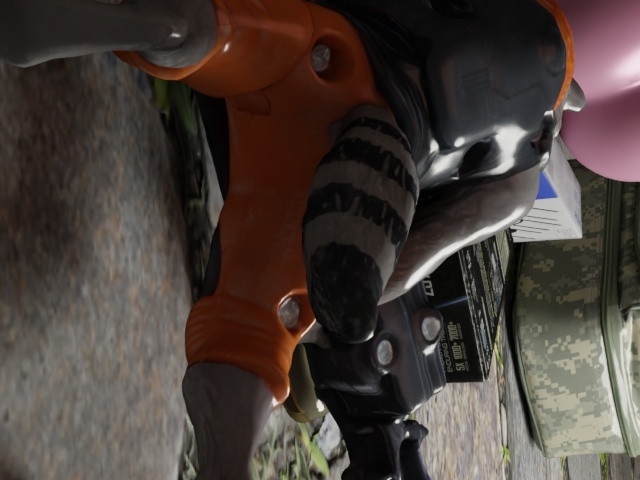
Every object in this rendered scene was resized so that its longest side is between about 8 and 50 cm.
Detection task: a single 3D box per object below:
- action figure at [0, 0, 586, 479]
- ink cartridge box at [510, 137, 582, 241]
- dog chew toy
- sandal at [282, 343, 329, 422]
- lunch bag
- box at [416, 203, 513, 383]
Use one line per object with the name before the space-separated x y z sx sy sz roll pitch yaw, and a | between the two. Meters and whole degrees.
action figure | 0.027 -0.004 0.599 0.330 0.178 0.341 -40 117 -51
ink cartridge box | 0.123 -0.044 1.058 0.207 0.097 0.046 39 49 -66
dog chew toy | 0.184 -0.188 1.018 0.332 0.206 0.206 62 24 -14
sandal | 0.000 0.000 0.732 0.072 0.049 0.180 -15 101 -72
lunch bag | 0.332 0.048 1.440 0.305 0.256 0.213 -70 151 -53
box | 0.056 -0.029 0.870 0.147 0.077 0.180 -70 151 -52
